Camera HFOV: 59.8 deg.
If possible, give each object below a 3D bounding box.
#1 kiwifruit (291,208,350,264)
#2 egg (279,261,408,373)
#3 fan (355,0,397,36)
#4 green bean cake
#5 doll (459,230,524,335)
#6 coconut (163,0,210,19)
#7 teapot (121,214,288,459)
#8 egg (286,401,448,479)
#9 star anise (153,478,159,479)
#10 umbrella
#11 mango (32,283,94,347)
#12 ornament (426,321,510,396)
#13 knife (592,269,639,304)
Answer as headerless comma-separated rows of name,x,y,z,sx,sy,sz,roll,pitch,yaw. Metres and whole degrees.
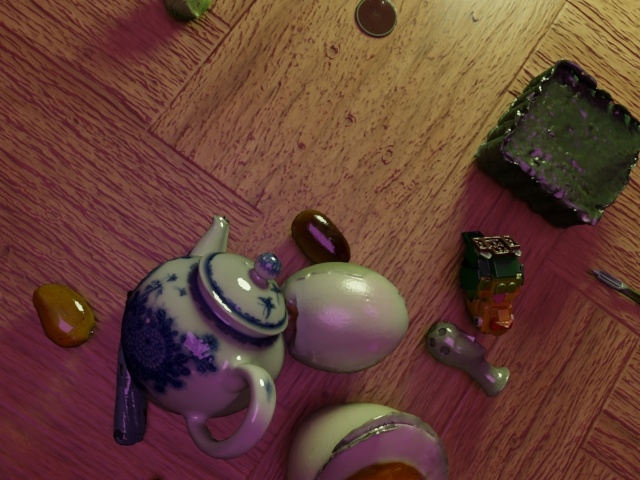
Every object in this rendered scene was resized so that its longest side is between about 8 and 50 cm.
kiwifruit,0.000,0.000,0.983,0.075,0.075,0.124,-45,96,-12
egg,0.045,0.125,0.920,0.217,0.183,0.183,-4,84,-18
fan,0.119,-0.461,1.091,0.085,0.005,0.134,24,81,-6
green bean cake,0.459,-0.175,1.054,0.255,0.132,0.241,35,79,-6
doll,0.305,0.076,1.006,0.106,0.134,0.187,-4,91,-12
coconut,-0.238,-0.434,0.987,0.087,0.088,0.096,-28,84,-12
teapot,-0.151,0.121,0.833,0.252,0.424,0.280,28,116,-36
egg,0.063,0.381,0.908,0.264,0.174,0.286,-40,115,-11
star anise,-0.267,0.463,0.890,0.167,0.057,0.168,1,82,-9
umbrella,-0.306,0.207,0.914,0.053,0.052,0.251,4,83,-9
mango,-0.418,0.121,0.901,0.080,0.060,0.114,-43,88,-15
ornament,0.263,0.207,1.002,0.156,0.075,0.081,40,120,-3
knife,0.609,0.101,1.102,0.184,0.026,0.022,30,119,-7
